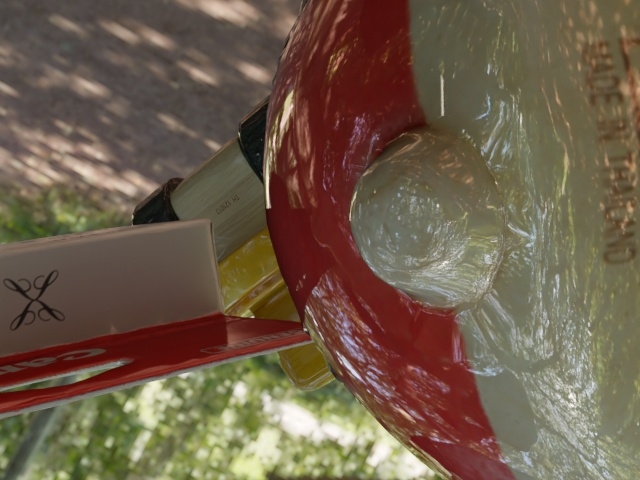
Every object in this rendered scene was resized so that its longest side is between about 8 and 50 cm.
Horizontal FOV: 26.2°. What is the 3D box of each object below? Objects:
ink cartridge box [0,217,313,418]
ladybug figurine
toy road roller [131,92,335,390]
[{"bbox_3d":[-0.179,0.040,0.707,0.296,0.066,0.261,-11,-175,-34],"label":"ink cartridge box"},{"bbox_3d":[0.119,-0.032,0.526,0.162,0.305,0.449,-5,-179,33],"label":"ladybug figurine"},{"bbox_3d":[0.000,0.000,1.335,0.240,0.202,0.329,56,-154,6],"label":"toy road roller"}]
